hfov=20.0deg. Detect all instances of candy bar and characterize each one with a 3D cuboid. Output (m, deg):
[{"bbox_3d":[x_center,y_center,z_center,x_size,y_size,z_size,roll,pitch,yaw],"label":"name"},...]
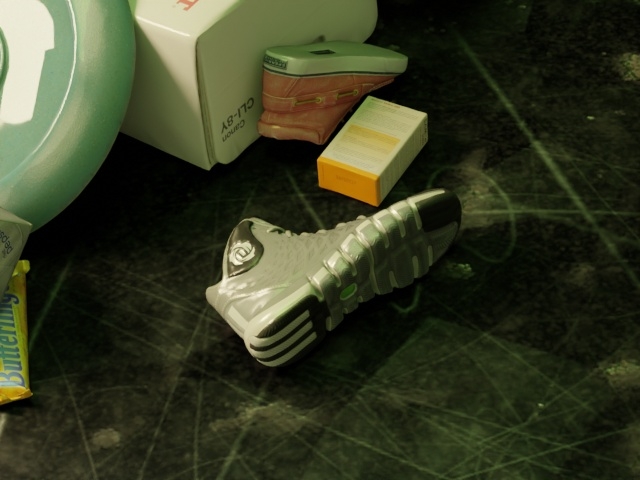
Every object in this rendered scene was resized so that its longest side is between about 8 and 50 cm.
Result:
[{"bbox_3d":[-0.261,0.077,1.518,0.040,0.018,0.161,-8,44,-3],"label":"candy bar"}]

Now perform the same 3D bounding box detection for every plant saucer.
[{"bbox_3d":[-0.311,-0.148,1.601,0.318,0.044,0.317,-6,76,24],"label":"plant saucer"}]

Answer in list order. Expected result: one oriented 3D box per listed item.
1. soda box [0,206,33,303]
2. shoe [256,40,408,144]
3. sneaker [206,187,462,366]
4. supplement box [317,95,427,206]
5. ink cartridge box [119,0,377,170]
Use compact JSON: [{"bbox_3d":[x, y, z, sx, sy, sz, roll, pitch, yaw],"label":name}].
[{"bbox_3d":[-0.388,-0.034,1.534,0.286,0.098,0.091,27,98,26],"label":"soda box"},{"bbox_3d":[0.009,-0.137,1.678,0.063,0.081,0.178,24,22,37],"label":"shoe"},{"bbox_3d":[0.000,0.000,1.526,0.229,0.086,0.132,-33,49,-24],"label":"sneaker"},{"bbox_3d":[0.048,-0.081,1.633,0.062,0.036,0.098,20,50,23],"label":"supplement box"},{"bbox_3d":[-0.174,-0.262,1.746,0.385,0.160,0.279,24,51,27],"label":"ink cartridge box"}]
